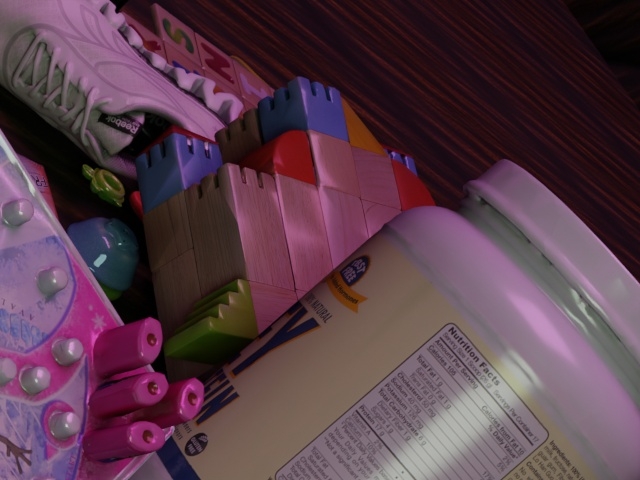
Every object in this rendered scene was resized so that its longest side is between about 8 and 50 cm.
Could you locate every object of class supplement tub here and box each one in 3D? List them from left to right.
[{"bbox_3d":[0.061,0.127,1.247,0.235,0.325,0.235,49,-2,2],"label":"supplement tub"}]

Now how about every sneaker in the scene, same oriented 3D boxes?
[{"bbox_3d":[-0.188,-0.127,1.580,0.292,0.110,0.118,31,26,-6],"label":"sneaker"}]

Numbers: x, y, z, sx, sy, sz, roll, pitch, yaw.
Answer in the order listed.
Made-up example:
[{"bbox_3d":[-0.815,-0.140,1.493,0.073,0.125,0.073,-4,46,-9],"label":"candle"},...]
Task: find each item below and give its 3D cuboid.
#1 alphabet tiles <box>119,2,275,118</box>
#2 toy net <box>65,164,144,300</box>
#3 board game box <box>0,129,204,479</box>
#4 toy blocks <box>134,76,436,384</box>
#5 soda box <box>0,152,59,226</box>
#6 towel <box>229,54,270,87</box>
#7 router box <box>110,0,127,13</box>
[{"bbox_3d":[-0.062,-0.080,1.853,0.342,0.011,0.285,34,28,-40],"label":"alphabet tiles"},{"bbox_3d":[-0.112,0.035,1.560,0.232,0.045,0.122,37,21,-29],"label":"toy net"},{"bbox_3d":[-0.259,0.030,0.925,0.390,0.050,0.390,59,41,-12],"label":"board game box"},{"bbox_3d":[0.000,0.000,1.512,0.381,0.191,0.261,14,55,-44],"label":"toy blocks"},{"bbox_3d":[-0.235,0.022,1.137,0.063,0.183,0.058,27,28,-39],"label":"soda box"},{"bbox_3d":[-0.090,-0.128,1.939,0.102,0.021,0.237,43,21,0],"label":"towel"},{"bbox_3d":[-0.221,-0.248,1.671,0.133,0.179,0.046,49,18,9],"label":"router box"}]
